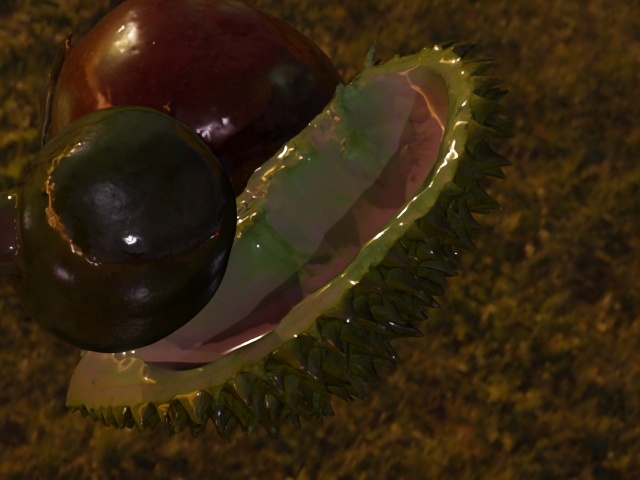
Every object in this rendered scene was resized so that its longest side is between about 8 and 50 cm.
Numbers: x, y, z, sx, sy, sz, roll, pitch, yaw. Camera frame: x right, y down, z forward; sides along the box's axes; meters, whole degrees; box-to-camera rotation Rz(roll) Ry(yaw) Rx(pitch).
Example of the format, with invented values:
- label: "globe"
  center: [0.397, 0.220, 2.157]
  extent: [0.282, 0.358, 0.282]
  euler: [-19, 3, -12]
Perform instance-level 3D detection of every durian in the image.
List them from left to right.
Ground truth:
- label: "durian"
  center: [0.000, 0.000, 1.025]
  extent: [0.169, 0.158, 0.352]
  euler: [38, 69, 13]

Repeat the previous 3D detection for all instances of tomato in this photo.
- label: "tomato"
  center: [-0.108, -0.065, 1.356]
  extent: [0.303, 0.303, 0.239]
  euler: [-8, 46, -32]

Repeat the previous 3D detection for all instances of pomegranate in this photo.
- label: "pomegranate"
  center: [-0.144, -0.005, 0.919]
  extent: [0.191, 0.152, 0.131]
  euler: [-6, 63, -15]
